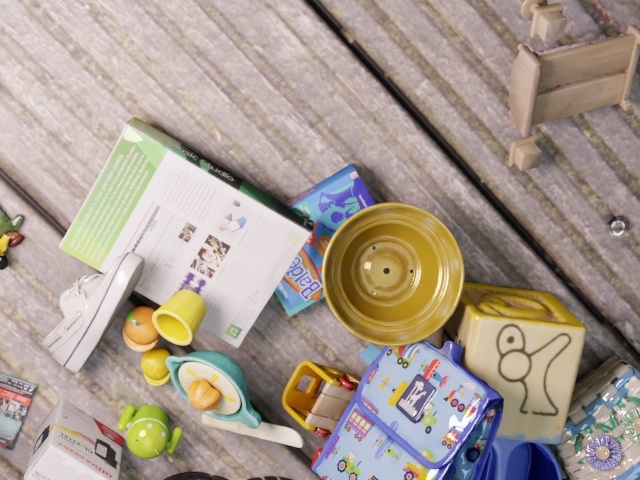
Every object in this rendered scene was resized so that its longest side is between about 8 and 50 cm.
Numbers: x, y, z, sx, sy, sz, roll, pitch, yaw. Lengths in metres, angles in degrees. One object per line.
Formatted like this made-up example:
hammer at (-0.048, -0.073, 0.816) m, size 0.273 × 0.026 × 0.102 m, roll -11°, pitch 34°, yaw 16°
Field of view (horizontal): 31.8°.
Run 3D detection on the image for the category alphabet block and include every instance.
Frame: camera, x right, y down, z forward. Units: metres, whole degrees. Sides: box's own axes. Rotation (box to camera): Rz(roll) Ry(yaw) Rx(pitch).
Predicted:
alphabet block at (0.292, 0.191, 1.798) m, size 0.192 × 0.193 × 0.197 m, roll 8°, pitch 104°, yaw -11°

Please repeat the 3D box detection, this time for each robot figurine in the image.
robot figurine at (-0.275, 0.305, 1.795) m, size 0.101 × 0.115 × 0.067 m, roll 31°, pitch 100°, yaw -13°

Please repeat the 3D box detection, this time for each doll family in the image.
doll family at (-0.536, 0.023, 1.713) m, size 0.193 × 0.076 × 0.111 m, roll -34°, pitch 111°, yaw 8°

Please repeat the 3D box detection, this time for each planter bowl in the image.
planter bowl at (0.107, 0.049, 1.731) m, size 0.217 × 0.090 × 0.217 m, roll 0°, pitch 93°, yaw -4°

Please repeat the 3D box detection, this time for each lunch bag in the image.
lunch bag at (0.151, 0.288, 1.707) m, size 0.138 × 0.221 × 0.293 m, roll 16°, pitch 103°, yaw -41°

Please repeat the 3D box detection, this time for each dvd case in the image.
dvd case at (-0.517, 0.271, 1.808) m, size 0.087 × 0.013 × 0.120 m, roll 21°, pitch 100°, yaw -12°

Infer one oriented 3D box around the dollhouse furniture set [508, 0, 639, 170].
dollhouse furniture set at (0.422, -0.322, 1.759) m, size 0.303 × 0.174 × 0.356 m, roll -14°, pitch 136°, yaw -16°

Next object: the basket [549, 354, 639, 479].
basket at (0.513, 0.360, 1.865) m, size 0.254 × 0.201 × 0.289 m, roll -40°, pitch 96°, yaw 3°

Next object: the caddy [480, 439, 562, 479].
caddy at (0.262, 0.451, 1.871) m, size 0.241 × 0.179 × 0.341 m, roll 7°, pitch 104°, yaw -10°

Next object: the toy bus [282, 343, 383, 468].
toy bus at (0.035, 0.261, 1.828) m, size 0.191 × 0.104 × 0.202 m, roll -26°, pitch 127°, yaw -24°

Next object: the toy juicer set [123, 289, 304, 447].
toy juicer set at (-0.195, 0.230, 1.751) m, size 0.209 × 0.089 × 0.329 m, roll -12°, pitch 121°, yaw 41°

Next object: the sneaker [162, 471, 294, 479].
sneaker at (-0.124, 0.465, 1.874) m, size 0.299 × 0.111 × 0.121 m, roll 9°, pitch 114°, yaw -4°

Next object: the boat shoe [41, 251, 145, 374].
boat shoe at (-0.351, 0.098, 1.708) m, size 0.088 × 0.096 × 0.267 m, roll 34°, pitch 134°, yaw -4°

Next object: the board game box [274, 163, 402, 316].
board game box at (0.000, 0.000, 1.784) m, size 0.210 × 0.047 × 0.160 m, roll -31°, pitch 106°, yaw 2°

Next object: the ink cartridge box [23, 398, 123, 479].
ink cartridge box at (-0.381, 0.340, 1.759) m, size 0.127 × 0.175 × 0.072 m, roll 36°, pitch 98°, yaw -15°

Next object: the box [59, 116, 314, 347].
box at (-0.204, -0.009, 1.719) m, size 0.322 × 0.058 × 0.232 m, roll 30°, pitch 109°, yaw -9°
